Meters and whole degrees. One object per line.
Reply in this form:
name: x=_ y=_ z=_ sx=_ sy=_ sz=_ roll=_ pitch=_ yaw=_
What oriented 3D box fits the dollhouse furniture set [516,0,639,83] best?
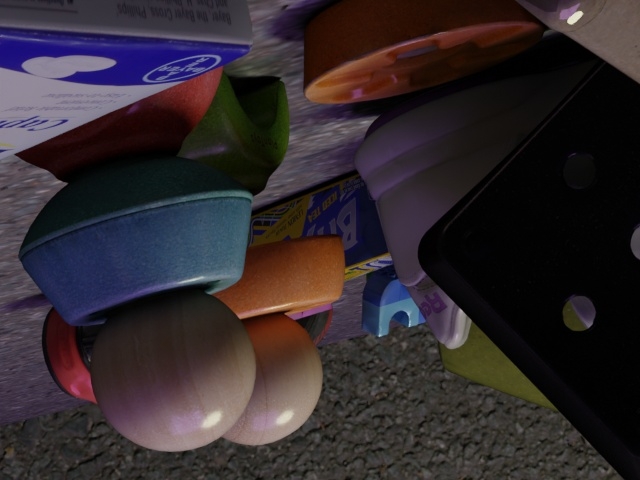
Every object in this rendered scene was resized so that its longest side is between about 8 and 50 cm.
dollhouse furniture set: x=0.171 y=-0.125 z=0.552 sx=0.197 sy=0.151 sz=0.301 roll=-39 pitch=145 yaw=22

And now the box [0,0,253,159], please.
box: x=-0.111 y=-0.060 z=0.457 sx=0.137 sy=0.072 sz=0.126 roll=-18 pitch=171 yaw=35

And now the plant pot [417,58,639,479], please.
plant pot: x=0.152 y=0.004 z=0.786 sx=0.188 sy=0.187 sz=0.167 roll=-45 pitch=166 yaw=9

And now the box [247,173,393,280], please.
box: x=0.000 y=0.000 z=1.218 sx=0.169 sy=0.059 sz=0.054 roll=-20 pitch=172 yaw=41

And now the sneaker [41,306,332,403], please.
sneaker: x=-0.074 y=0.065 z=1.429 sx=0.276 sy=0.098 sz=0.135 roll=-5 pitch=171 yaw=-46

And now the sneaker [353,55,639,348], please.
sneaker: x=0.178 y=-0.033 z=0.939 sx=0.305 sy=0.152 sz=0.114 roll=-17 pitch=171 yaw=11

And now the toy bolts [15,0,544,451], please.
toy bolts: x=-0.016 y=-0.005 z=0.724 sx=0.218 sy=0.159 sz=0.228 roll=-17 pitch=173 yaw=24

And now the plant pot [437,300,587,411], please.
plant pot: x=0.218 y=0.012 z=1.078 sx=0.293 sy=0.275 sz=0.275 roll=-1 pitch=175 yaw=10

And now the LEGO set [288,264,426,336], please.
LEGO set: x=0.076 y=-0.001 z=1.326 sx=0.227 sy=0.093 sz=0.087 roll=-15 pitch=-154 yaw=-37
